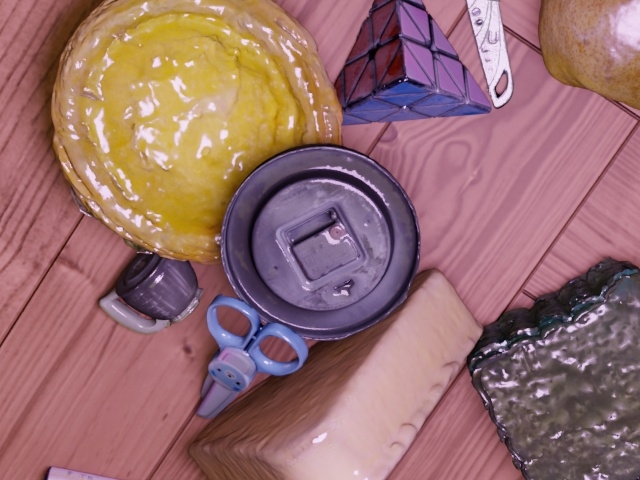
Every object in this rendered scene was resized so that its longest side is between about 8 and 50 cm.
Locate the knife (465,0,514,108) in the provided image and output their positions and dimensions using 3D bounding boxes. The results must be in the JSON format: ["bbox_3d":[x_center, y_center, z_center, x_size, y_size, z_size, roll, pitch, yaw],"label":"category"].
[{"bbox_3d":[0.187,-0.299,1.705,0.043,0.020,0.293,-13,101,3],"label":"knife"}]

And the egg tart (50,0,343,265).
[{"bbox_3d":[-0.140,-0.138,1.690,0.345,0.132,0.345,0,101,1],"label":"egg tart"}]

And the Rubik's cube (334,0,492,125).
[{"bbox_3d":[0.130,-0.174,1.677,0.178,0.190,0.211,21,106,-19],"label":"Rubik's cube"}]

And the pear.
[{"bbox_3d":[0.362,-0.257,1.619,0.228,0.188,0.211,15,108,-1],"label":"pear"}]

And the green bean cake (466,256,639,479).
[{"bbox_3d":[0.323,0.173,1.732,0.255,0.132,0.241,-31,98,5],"label":"green bean cake"}]

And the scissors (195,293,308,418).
[{"bbox_3d":[-0.103,0.150,1.712,0.125,0.030,0.256,33,143,-2],"label":"scissors"}]

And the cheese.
[{"bbox_3d":[0.011,0.201,1.638,0.384,0.384,0.104,-36,99,8],"label":"cheese"}]

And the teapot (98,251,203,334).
[{"bbox_3d":[-0.197,0.060,1.767,0.091,0.124,0.092,45,58,-21],"label":"teapot"}]

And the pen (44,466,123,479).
[{"bbox_3d":[-0.216,0.323,1.830,0.269,0.033,0.033,11,101,0],"label":"pen"}]

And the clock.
[{"bbox_3d":[0.000,0.000,1.633,0.226,0.049,0.226,0,107,-1],"label":"clock"}]
